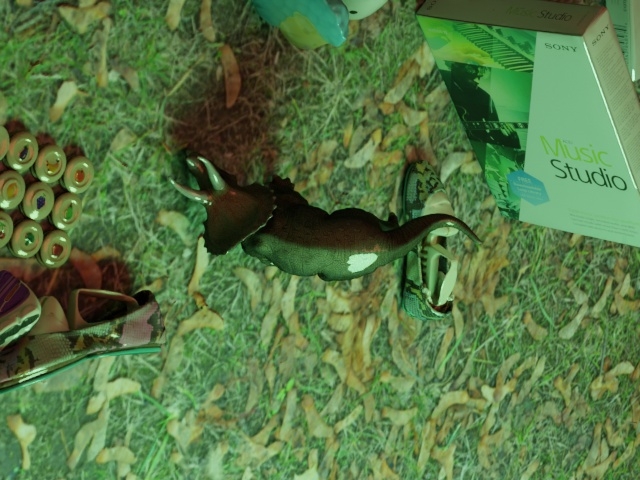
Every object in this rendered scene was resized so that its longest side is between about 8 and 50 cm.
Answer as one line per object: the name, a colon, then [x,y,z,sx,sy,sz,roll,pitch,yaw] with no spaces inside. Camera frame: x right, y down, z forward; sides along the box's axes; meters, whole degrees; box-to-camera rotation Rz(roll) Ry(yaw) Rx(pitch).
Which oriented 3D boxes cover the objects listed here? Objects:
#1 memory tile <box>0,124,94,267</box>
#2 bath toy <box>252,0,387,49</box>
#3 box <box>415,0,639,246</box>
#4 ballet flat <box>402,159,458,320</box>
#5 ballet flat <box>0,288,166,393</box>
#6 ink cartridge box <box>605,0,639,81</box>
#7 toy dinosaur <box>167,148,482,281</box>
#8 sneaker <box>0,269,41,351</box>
memory tile: [-0.274,-0.041,1.704,0.148,0.012,0.113,21,85,-48]
bath toy: [0.072,-0.345,1.906,0.348,0.129,0.151,-51,135,-26]
box: [0.259,-0.137,2.091,0.058,0.232,0.322,-49,131,-28]
ballet flat: [0.132,0.002,2.120,0.070,0.070,0.188,-18,114,-43]
ballet flat: [-0.234,0.087,1.750,0.221,0.077,0.079,-13,92,-50]
ink cartridge box: [0.441,-0.340,2.369,0.224,0.045,0.223,-27,120,-41]
toy dinosaur: [0.000,0.000,1.871,0.160,0.314,0.121,-60,168,-77]
sneaker: [-0.333,0.086,1.651,0.170,0.071,0.068,-32,165,-24]
